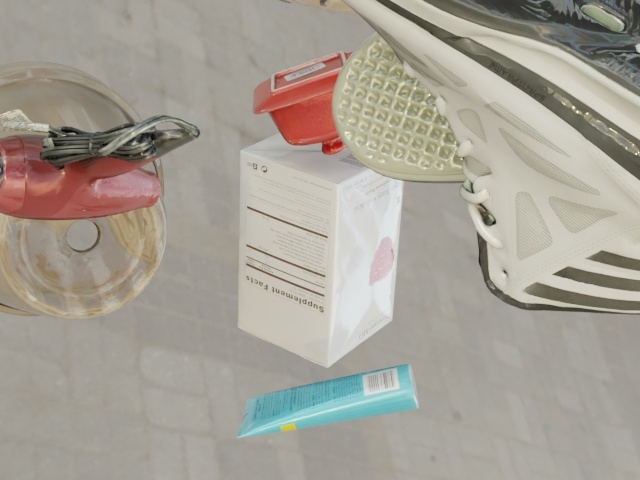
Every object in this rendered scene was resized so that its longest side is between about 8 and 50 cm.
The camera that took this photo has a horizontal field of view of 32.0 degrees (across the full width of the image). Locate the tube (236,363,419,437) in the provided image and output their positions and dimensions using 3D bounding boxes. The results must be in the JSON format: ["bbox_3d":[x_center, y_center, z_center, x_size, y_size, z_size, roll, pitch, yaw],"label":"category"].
[{"bbox_3d":[0.007,0.185,1.281,0.080,0.207,0.052,-76,154,-71],"label":"tube"}]

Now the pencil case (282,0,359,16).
[{"bbox_3d":[0.129,-0.376,1.530,0.410,0.183,0.160,8,75,-18],"label":"pencil case"}]

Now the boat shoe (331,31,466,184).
[{"bbox_3d":[0.254,-0.172,0.994,0.156,0.500,0.187,60,8,-83],"label":"boat shoe"}]

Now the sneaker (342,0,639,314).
[{"bbox_3d":[0.109,-0.090,0.824,0.447,0.257,0.169,34,44,12],"label":"sneaker"}]

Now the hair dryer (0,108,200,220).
[{"bbox_3d":[-0.206,-0.057,0.992,0.293,0.224,0.080,40,53,-85],"label":"hair dryer"}]

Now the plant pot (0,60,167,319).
[{"bbox_3d":[-0.312,-0.039,1.324,0.323,0.323,0.280,41,-6,-29],"label":"plant pot"}]

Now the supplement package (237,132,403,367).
[{"bbox_3d":[0.000,0.000,1.622,0.177,0.175,0.293,-31,133,-46],"label":"supplement package"}]

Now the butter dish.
[{"bbox_3d":[0.001,-0.169,1.462,0.160,0.160,0.118,-97,168,-68],"label":"butter dish"}]
